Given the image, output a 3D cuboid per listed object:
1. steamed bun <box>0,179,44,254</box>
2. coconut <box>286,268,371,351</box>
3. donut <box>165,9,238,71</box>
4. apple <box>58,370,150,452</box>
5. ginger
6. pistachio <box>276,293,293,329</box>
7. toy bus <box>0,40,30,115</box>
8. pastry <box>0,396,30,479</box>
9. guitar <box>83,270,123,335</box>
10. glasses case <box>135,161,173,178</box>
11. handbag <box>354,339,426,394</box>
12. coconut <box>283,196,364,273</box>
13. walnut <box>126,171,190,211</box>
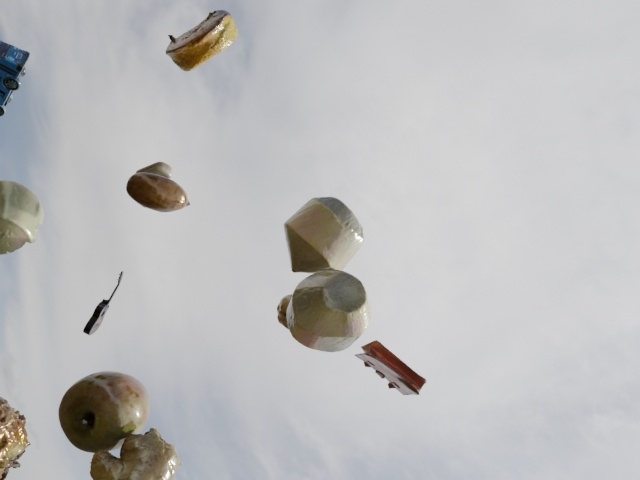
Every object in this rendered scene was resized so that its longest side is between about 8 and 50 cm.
[{"bbox_3d":[-0.964,-0.054,1.691,0.200,0.171,0.225,-48,-138,32],"label":"steamed bun"},{"bbox_3d":[0.022,0.211,1.617,0.259,0.259,0.259,21,-60,42],"label":"coconut"},{"bbox_3d":[-0.368,-0.623,1.674,0.254,0.253,0.118,1,-49,48],"label":"donut"},{"bbox_3d":[-0.670,0.529,1.703,0.257,0.234,0.256,2,-82,14],"label":"apple"},{"bbox_3d":[-0.542,0.693,1.502,0.166,0.375,0.236,-26,-77,18],"label":"ginger"},{"bbox_3d":[-0.057,0.278,2.104,0.157,0.230,0.157,0,90,-88],"label":"pistachio"},{"bbox_3d":[-0.786,-0.389,1.305,0.184,0.106,0.090,-45,-144,25],"label":"toy bus"},{"bbox_3d":[-0.923,0.504,1.333,0.337,0.406,0.292,69,20,-61],"label":"pastry"},{"bbox_3d":[-0.695,0.201,1.749,0.025,0.088,0.233,29,-86,-3],"label":"guitar"},{"bbox_3d":[-0.701,-0.276,2.266,0.197,0.083,0.050,-11,-125,35],"label":"glasses case"},{"bbox_3d":[0.220,0.413,1.729,0.213,0.059,0.157,39,-24,-2],"label":"handbag"},{"bbox_3d":[0.000,0.000,2.076,0.329,0.329,0.328,21,-60,42],"label":"coconut"},{"bbox_3d":[-0.484,-0.141,1.627,0.116,0.207,0.115,-23,-121,45],"label":"walnut"}]
